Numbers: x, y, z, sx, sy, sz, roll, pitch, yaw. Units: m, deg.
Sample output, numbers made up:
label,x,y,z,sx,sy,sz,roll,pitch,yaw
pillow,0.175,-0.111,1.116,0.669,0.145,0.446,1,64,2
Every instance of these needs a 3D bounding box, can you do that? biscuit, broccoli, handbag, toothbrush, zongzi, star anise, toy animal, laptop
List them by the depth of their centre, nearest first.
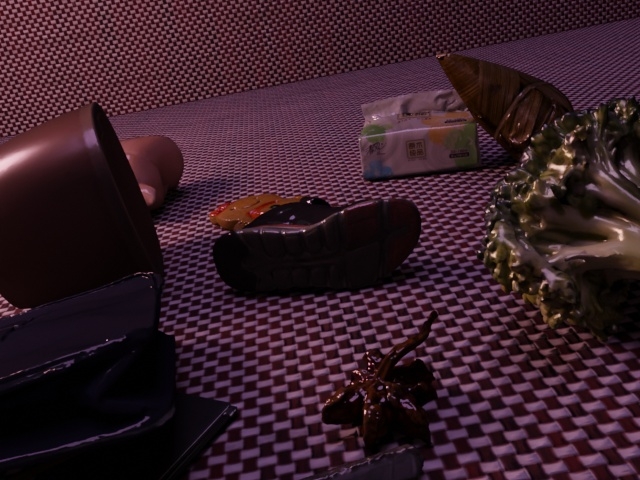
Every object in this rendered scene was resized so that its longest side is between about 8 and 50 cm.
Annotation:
label,x,y,z,sx,sy,sz,roll,pitch,yaw
toothbrush,-0.057,0.216,0.529,0.298,0.030,0.030,-14,12,-7
laptop,-0.179,0.203,0.631,0.129,0.016,0.180,3,25,30
star anise,0.076,0.126,0.638,0.098,0.070,0.191,-1,22,28
broccoli,0.296,-0.017,0.662,0.263,0.246,0.243,3,19,-31
handbag,-0.282,0.135,0.663,0.269,0.118,0.326,-14,8,-10
biscuit,-0.100,-0.050,1.187,0.166,0.036,0.226,-28,27,-34
zongzi,0.347,-0.273,1.251,0.288,0.134,0.286,37,25,1
toy animal,-0.372,-0.136,1.362,0.167,0.153,0.250,3,27,10

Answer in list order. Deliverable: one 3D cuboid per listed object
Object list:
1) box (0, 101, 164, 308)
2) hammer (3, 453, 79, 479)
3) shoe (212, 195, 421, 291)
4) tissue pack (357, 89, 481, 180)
label,x,y,z,sx,sy,sz,roll,pitch,yaw
box,-0.382,-0.040,0.993,0.216,0.300,0.301,-22,24,-9
hammer,-0.274,0.216,0.596,0.292,0.029,0.058,-24,20,-24
shoe,0.000,0.000,0.933,0.291,0.114,0.137,-8,17,15
tissue pack,0.196,-0.218,1.314,0.230,0.145,0.159,-5,23,13
